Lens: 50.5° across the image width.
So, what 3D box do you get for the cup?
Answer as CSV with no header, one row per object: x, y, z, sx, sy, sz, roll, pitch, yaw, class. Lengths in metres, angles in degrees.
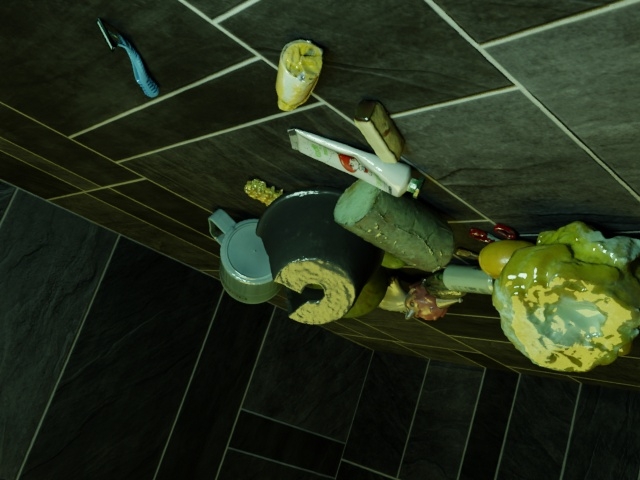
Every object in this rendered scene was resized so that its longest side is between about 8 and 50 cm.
-0.252,0.043,2.487,0.257,0.331,0.311,-14,167,-11,cup

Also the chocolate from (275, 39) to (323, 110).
-0.050,-0.301,1.285,0.086,0.085,0.219,21,169,-7,chocolate

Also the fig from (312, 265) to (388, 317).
0.105,0.132,2.315,0.258,0.258,0.326,16,-178,8,fig

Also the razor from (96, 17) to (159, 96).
-0.404,-0.381,1.469,0.082,0.042,0.253,59,177,18,razor

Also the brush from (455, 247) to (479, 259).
0.484,0.054,2.009,0.170,0.014,0.043,17,166,-2,brush

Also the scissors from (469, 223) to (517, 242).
0.528,0.015,1.813,0.248,0.017,0.144,23,165,-21,scissors

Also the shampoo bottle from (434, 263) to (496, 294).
0.464,0.119,2.109,0.118,0.087,0.234,9,175,-43,shampoo bottle

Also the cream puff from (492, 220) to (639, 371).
0.598,0.117,1.588,0.378,0.275,0.378,9,124,13,cream puff

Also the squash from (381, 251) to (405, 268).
0.194,0.032,2.138,0.188,0.095,0.095,18,166,-19,squash

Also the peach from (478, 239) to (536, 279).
0.499,0.057,1.766,0.179,0.103,0.179,15,167,4,peach

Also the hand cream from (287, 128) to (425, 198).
0.079,-0.182,1.584,0.336,0.076,0.121,22,164,11,hand cream

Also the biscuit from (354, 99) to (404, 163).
0.122,-0.219,1.392,0.052,0.056,0.188,9,163,29,biscuit

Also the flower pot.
0.001,0.066,1.851,0.379,0.251,0.379,2,121,3,flower pot

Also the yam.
0.193,-0.042,1.723,0.304,0.168,0.168,27,163,-32,yam

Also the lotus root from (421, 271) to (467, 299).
0.423,0.155,2.284,0.179,0.089,0.080,4,166,38,lotus root

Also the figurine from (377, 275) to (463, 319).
0.351,0.219,2.443,0.387,0.166,0.207,7,140,43,figurine

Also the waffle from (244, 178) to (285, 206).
-0.136,-0.129,2.027,0.161,0.046,0.192,9,164,34,waffle
